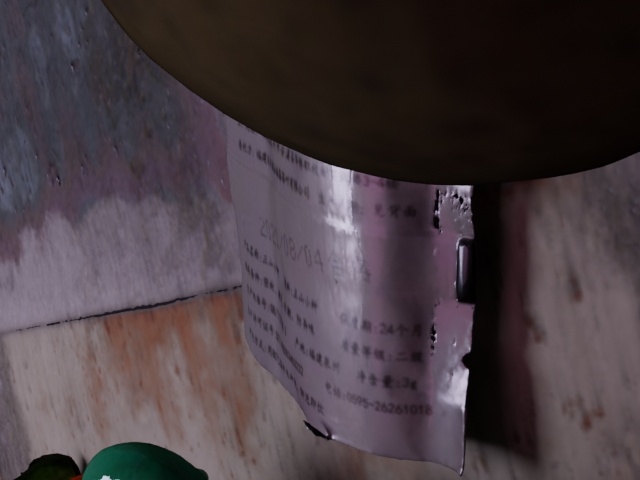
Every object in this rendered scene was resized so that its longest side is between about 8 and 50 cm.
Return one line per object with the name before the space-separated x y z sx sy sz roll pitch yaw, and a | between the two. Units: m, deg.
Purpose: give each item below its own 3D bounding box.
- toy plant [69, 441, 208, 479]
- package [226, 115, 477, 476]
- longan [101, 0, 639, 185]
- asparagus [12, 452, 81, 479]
toy plant | -0.033 0.228 0.839 0.279 0.185 0.400 41 161 -3
package | 0.000 0.000 0.829 0.251 0.062 0.204 22 116 55
longan | 0.034 -0.167 0.558 0.350 0.288 0.288 49 137 51
asparagus | -0.246 0.365 1.244 0.108 0.128 0.382 16 118 12
